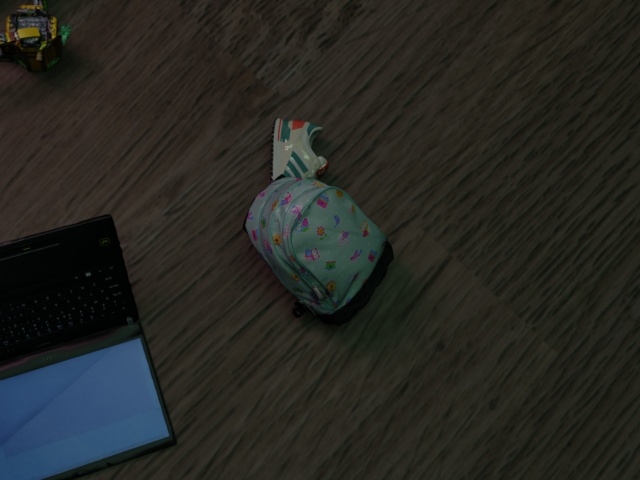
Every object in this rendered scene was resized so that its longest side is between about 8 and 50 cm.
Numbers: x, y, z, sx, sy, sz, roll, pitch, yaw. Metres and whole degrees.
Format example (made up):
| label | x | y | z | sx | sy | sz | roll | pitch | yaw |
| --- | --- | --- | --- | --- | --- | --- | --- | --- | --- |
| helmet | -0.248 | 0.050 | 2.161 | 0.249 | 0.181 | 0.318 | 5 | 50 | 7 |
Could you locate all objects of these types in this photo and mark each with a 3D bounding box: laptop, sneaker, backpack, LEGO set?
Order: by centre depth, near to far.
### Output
| label | x | y | z | sx | sy | sz | roll | pitch | yaw |
| --- | --- | --- | --- | --- | --- | --- | --- | --- | --- |
| laptop | -0.308 | 0.136 | 1.029 | 0.234 | 0.264 | 0.136 | -17 | 43 | -14 |
| LEGO set | -0.458 | -0.338 | 1.092 | 0.331 | 0.192 | 0.255 | 8 | 75 | -8 |
| backpack | 0.000 | 0.000 | 1.101 | 0.182 | 0.115 | 0.152 | 46 | 65 | -33 |
| sneaker | -0.027 | -0.081 | 1.175 | 0.075 | 0.057 | 0.161 | 2 | 73 | -4 |
